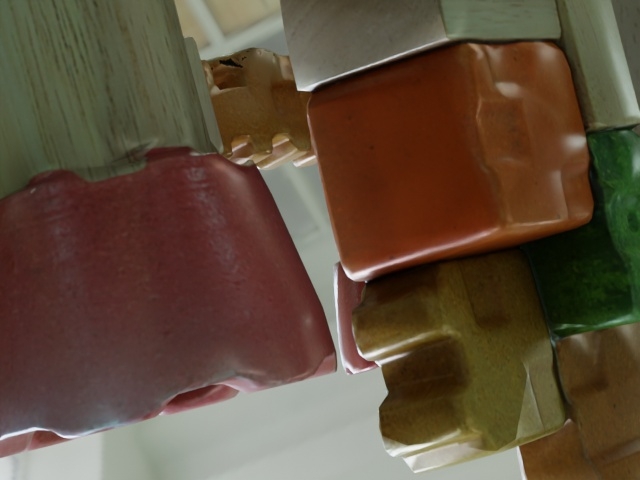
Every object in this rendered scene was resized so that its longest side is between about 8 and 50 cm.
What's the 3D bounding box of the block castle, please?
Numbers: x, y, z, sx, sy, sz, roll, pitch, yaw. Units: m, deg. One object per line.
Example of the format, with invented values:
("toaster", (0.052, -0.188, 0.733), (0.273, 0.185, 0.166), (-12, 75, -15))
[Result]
("block castle", (0.000, 0.000, 0.577), (0.303, 0.212, 0.453), (-19, 173, 41))
